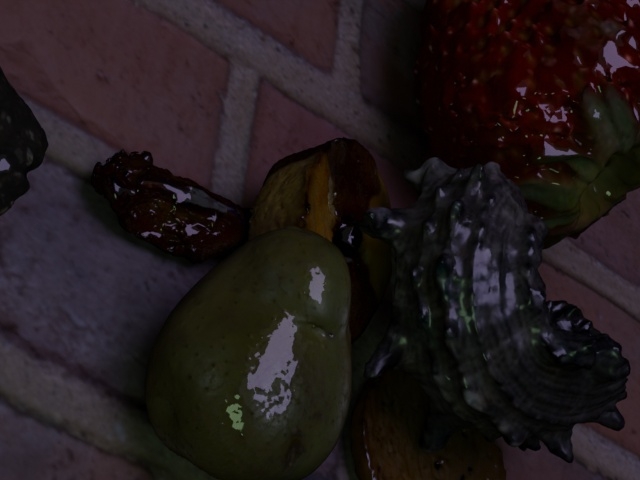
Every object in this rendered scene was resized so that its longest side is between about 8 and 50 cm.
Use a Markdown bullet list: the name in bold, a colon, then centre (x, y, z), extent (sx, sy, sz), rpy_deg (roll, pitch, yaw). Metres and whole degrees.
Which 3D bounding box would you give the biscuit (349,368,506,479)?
- **biscuit**: centre (0.094, 0.194, 1.427), extent (0.188, 0.027, 0.188), rpy_deg (27, 48, -35)

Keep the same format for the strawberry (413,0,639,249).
- **strawberry**: centre (0.198, -0.169, 1.626), extent (0.292, 0.292, 0.343), rpy_deg (-1, 48, -48)

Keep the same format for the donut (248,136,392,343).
- **donut**: centre (0.000, 0.000, 1.385), extent (0.184, 0.073, 0.166), rpy_deg (-71, 147, -45)

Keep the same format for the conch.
- **conch**: centre (0.142, 0.062, 1.422), extent (0.313, 0.186, 0.241), rpy_deg (47, 26, -19)

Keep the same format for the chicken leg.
- **chicken leg**: centre (-0.102, -0.025, 1.348), extent (0.205, 0.053, 0.093), rpy_deg (29, 30, -40)

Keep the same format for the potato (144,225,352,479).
- **potato**: centre (-0.043, 0.081, 1.233), extent (0.157, 0.157, 0.194), rpy_deg (24, 87, -36)

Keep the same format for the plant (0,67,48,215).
- **plant**: centre (-0.288, -0.093, 1.120), extent (0.194, 0.132, 0.129), rpy_deg (48, 35, -21)
